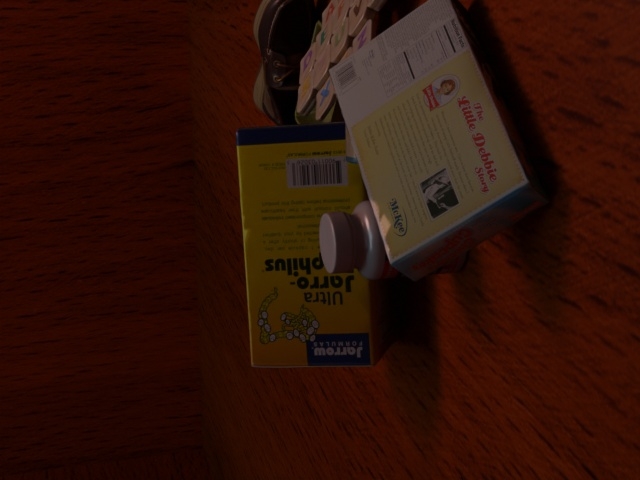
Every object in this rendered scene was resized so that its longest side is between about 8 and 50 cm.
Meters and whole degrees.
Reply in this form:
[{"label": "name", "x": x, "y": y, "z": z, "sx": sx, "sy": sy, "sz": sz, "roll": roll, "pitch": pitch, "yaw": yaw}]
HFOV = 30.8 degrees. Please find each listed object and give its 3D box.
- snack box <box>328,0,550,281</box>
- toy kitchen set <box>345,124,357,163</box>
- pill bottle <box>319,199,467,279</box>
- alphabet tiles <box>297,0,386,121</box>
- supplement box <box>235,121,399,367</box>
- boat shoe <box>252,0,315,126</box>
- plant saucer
[{"label": "snack box", "x": 0.132, "y": -0.131, "z": 1.384, "sx": 0.187, "sy": 0.060, "sz": 0.321, "roll": -32, "pitch": 51, "yaw": 22}, {"label": "toy kitchen set", "x": 0.137, "y": -0.121, "z": 1.589, "sx": 0.207, "sy": 0.166, "sz": 0.122, "roll": -29, "pitch": -60, "yaw": -65}, {"label": "pill bottle", "x": 0.095, "y": -0.003, "z": 1.544, "sx": 0.108, "sy": 0.180, "sz": 0.107, "roll": 175, "pitch": 90, "yaw": -76}, {"label": "alphabet tiles", "x": 0.036, "y": -0.320, "z": 1.743, "sx": 0.284, "sy": 0.021, "sz": 0.278, "roll": -52, "pitch": 23, "yaw": 42}, {"label": "supplement box", "x": 0.000, "y": 0.000, "z": 1.760, "sx": 0.194, "sy": 0.195, "sz": 0.356, "roll": -22, "pitch": -71, "yaw": -75}, {"label": "boat shoe", "x": -0.054, "y": -0.331, "z": 2.172, "sx": 0.123, "sy": 0.123, "sz": 0.342, "roll": 60, "pitch": 154, "yaw": 29}, {"label": "plant saucer", "x": 0.017, "y": -0.258, "z": 1.985, "sx": 0.188, "sy": 0.045, "sz": 0.188, "roll": -119, "pitch": 38, "yaw": -57}]
